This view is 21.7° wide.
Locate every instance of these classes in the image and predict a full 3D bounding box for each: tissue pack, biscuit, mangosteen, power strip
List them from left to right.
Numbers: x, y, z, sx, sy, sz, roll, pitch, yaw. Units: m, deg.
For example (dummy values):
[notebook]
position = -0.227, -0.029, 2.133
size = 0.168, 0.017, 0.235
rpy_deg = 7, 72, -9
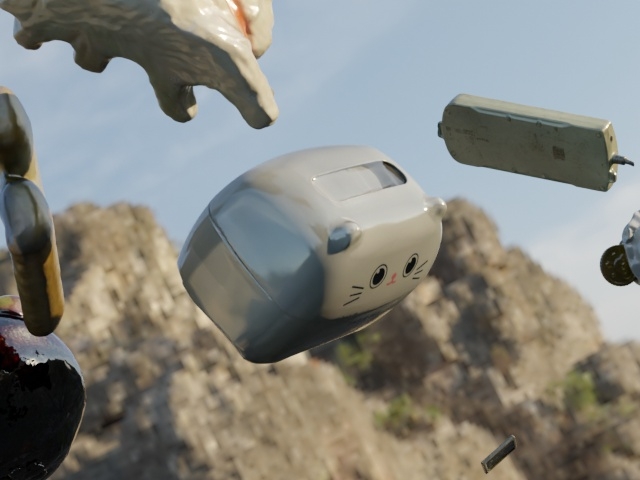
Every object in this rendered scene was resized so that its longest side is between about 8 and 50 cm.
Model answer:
[mangosteen]
position = -0.483, 0.214, 2.280
size = 0.297, 0.313, 0.297
rpy_deg = -50, -1, -1
[biscuit]
position = -0.368, -0.032, 2.079
size = 0.062, 0.237, 0.290
rpy_deg = -11, -27, -10
[tissue pack]
position = 0.000, 0.000, 2.132
size = 0.236, 0.229, 0.333
rpy_deg = -49, -18, 31
[power strip]
position = 0.227, -0.104, 1.760
size = 0.029, 0.227, 0.080
rpy_deg = -47, -41, -40

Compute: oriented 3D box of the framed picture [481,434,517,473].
[framed picture]
position = 0.274, 0.329, 2.560
size = 0.066, 0.006, 0.089
rpy_deg = -40, -19, -5

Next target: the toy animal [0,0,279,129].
[toy animal]
position = -0.203, -0.280, 1.983
size = 0.308, 0.188, 0.266
rpy_deg = 4, -28, 37

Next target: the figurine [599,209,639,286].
[figurine]
position = 0.529, 0.003, 2.444
size = 0.271, 0.143, 0.143
rpy_deg = -19, -14, -4
